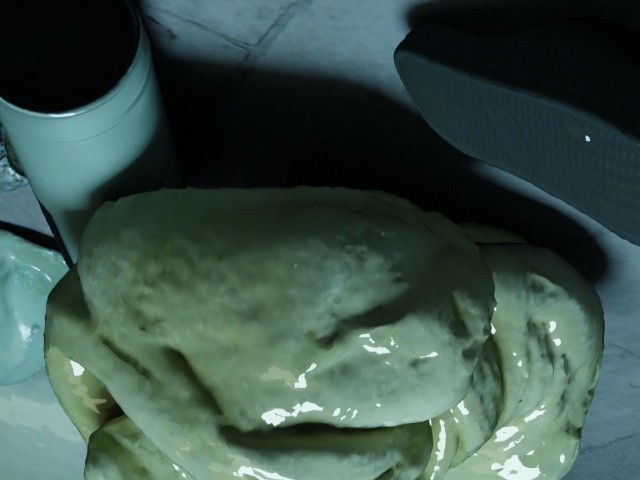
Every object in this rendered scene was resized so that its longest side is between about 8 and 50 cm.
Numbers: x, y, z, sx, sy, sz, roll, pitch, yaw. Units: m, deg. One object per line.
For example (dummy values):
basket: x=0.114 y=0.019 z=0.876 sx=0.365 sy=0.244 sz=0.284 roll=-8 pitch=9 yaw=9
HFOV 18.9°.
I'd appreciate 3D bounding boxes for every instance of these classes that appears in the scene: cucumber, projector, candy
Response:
cucumber: x=-0.259 y=-0.064 z=1.455 sx=0.112 sy=0.064 sz=0.064 roll=2 pitch=155 yaw=37
projector: x=-0.150 y=-0.062 z=1.305 sx=0.108 sy=0.108 sz=0.337 roll=15 pitch=160 yaw=8
candy: x=-0.326 y=0.174 z=1.986 sx=0.427 sy=0.186 sz=0.386 roll=0 pitch=150 yaw=32

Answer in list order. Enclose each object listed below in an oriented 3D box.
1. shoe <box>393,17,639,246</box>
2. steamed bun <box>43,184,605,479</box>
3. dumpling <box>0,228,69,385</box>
shoe: x=0.146 y=-0.079 z=1.055 sx=0.241 sy=0.093 sz=0.108 roll=28 pitch=155 yaw=46
steamed bun: x=0.003 y=0.097 z=1.315 sx=0.325 sy=0.230 sz=0.372 roll=-19 pitch=155 yaw=33
dumpling: x=-0.287 y=0.053 z=1.758 sx=0.219 sy=0.152 sz=0.108 roll=-33 pitch=169 yaw=38
